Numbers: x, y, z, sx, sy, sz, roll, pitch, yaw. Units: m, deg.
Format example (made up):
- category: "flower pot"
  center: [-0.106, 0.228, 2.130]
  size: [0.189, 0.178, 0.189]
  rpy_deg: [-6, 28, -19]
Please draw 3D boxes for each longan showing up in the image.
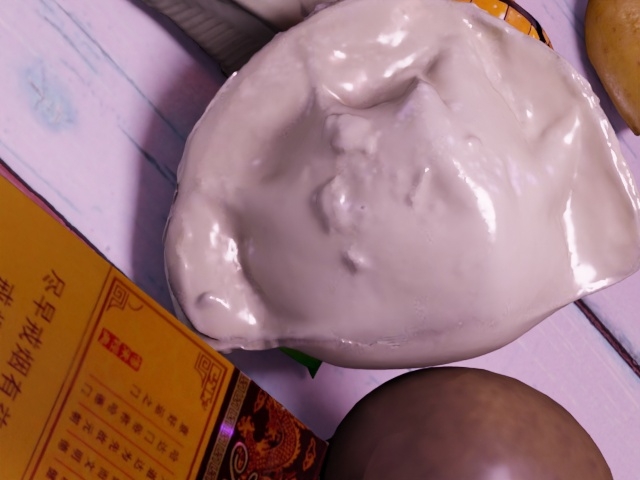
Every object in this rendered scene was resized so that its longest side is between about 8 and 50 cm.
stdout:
- category: "longan"
  center: [0.118, 0.248, 1.574]
  size: [0.297, 0.297, 0.297]
  rpy_deg: [16, 68, -44]

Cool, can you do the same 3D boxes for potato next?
- category: "potato"
  center: [0.369, -0.235, 2.093]
  size: [0.158, 0.178, 0.203]
  rpy_deg: [47, 57, 2]

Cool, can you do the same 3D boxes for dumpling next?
- category: "dumpling"
  center: [0.057, -0.048, 1.548]
  size: [0.233, 0.395, 0.315]
  rpy_deg: [74, 2, -86]

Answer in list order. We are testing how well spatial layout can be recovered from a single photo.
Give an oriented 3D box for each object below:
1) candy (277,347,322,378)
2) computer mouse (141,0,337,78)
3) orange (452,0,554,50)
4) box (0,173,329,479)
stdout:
- category: "candy"
  center: [-0.040, 0.042, 1.629]
  size: [0.178, 0.032, 0.102]
  rpy_deg: [36, 80, -33]
- category: "computer mouse"
  center: [-0.086, -0.296, 1.614]
  size: [0.429, 0.145, 0.228]
  rpy_deg: [33, 59, -37]
- category: "orange"
  center: [0.112, -0.131, 1.723]
  size: [0.234, 0.234, 0.182]
  rpy_deg: [-6, 50, -48]
- category: "box"
  center: [-0.190, 0.163, 1.393]
  size: [0.415, 0.116, 0.264]
  rpy_deg: [42, 50, -32]
